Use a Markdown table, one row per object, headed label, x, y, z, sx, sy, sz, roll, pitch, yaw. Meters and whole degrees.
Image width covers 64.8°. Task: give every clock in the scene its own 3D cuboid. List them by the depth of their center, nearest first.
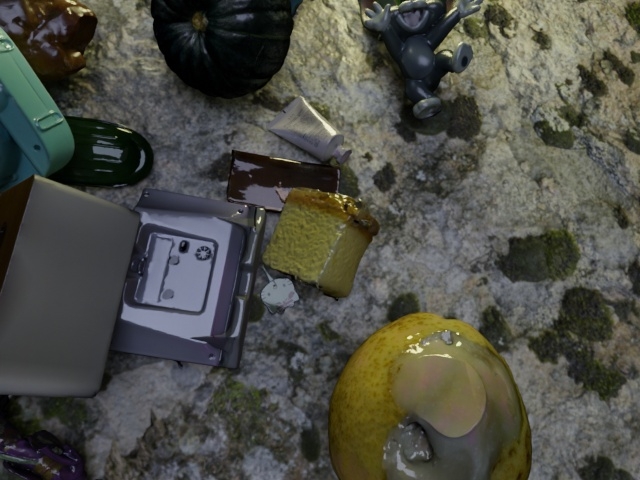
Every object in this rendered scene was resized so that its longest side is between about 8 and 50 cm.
| label | x | y | z | sx | sy | sz | roll | pitch | yaw |
| --- | --- | --- | --- | --- | --- | --- | --- | --- | --- |
| clock | -0.494 | -0.148 | 0.671 | 0.274 | 0.094 | 0.223 | -24 | 112 | 13 |
| clock | -0.187 | 0.054 | 0.723 | 0.187 | 0.083 | 0.253 | 9 | 75 | -5 |

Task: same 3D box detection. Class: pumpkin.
| label | x | y | z | sx | sy | sz | roll | pitch | yaw |
| --- | --- | --- | --- | --- | --- | --- | --- | --- | --- |
| pumpkin | -0.148 | -0.329 | 0.762 | 0.221 | 0.162 | 0.220 | 6 | 112 | 16 |

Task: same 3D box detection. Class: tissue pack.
| label | x | y | z | sx | sy | sz | roll | pitch | yaw |
| --- | --- | --- | --- | --- | --- | --- | --- | --- | --- |
| tissue pack | -0.347 | 0.064 | 0.639 | 0.136 | 0.159 | 0.246 | 21 | 69 | -42 |

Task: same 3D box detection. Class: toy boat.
| label | x | y | z | sx | sy | sz | roll | pitch | yaw |
| --- | --- | --- | --- | --- | --- | --- | --- | --- | --- |
| toy boat | -0.362 | -0.134 | 0.763 | 0.210 | 0.052 | 0.104 | 5 | 91 | -7 |

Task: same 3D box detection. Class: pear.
| label | x | y | z | sx | sy | sz | roll | pitch | yaw |
| --- | --- | --- | --- | --- | --- | --- | --- | --- | --- |
| pear | 0.141 | 0.229 | 0.656 | 0.271 | 0.271 | 0.271 | 2 | 76 | -7 |

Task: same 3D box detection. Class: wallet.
| label | x | y | z | sx | sy | sz | roll | pitch | yaw |
| --- | --- | --- | --- | --- | --- | --- | --- | --- | --- |
| wallet | -0.058 | -0.087 | 0.804 | 0.176 | 0.026 | 0.095 | 7 | 75 | -11 |

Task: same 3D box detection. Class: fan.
| label | x | y | z | sx | sy | sz | roll | pitch | yaw |
| --- | --- | --- | --- | --- | --- | --- | --- | --- | --- |
| fan | -0.071 | 0.071 | 0.775 | 0.056 | 0.004 | 0.083 | -32 | 82 | -13 |

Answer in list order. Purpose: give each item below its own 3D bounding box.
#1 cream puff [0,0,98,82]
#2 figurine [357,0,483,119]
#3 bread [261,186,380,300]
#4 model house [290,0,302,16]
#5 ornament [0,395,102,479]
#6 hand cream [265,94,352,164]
| label | x | y | z | sx | sy | sz | roll | pitch | yaw |
| --- | --- | --- | --- | --- | --- | --- | --- | --- | --- |
| cream puff | -0.481 | -0.326 | 0.743 | 0.241 | 0.155 | 0.269 | -40 | 86 | -14 |
| figurine | 0.178 | -0.341 | 0.847 | 0.193 | 0.140 | 0.265 | -16 | 91 | 12 |
| bread | 0.000 | 0.000 | 0.760 | 0.152 | 0.127 | 0.147 | 23 | 80 | 25 |
| model house | -0.094 | -0.542 | 0.782 | 0.216 | 0.303 | 0.237 | 10 | 74 | -12 |
| ornament | -0.359 | 0.290 | 0.642 | 0.203 | 0.088 | 0.081 | 43 | 52 | -5 |
| hand cream | -0.011 | -0.174 | 0.828 | 0.142 | 0.053 | 0.084 | 38 | 73 | 19 |
